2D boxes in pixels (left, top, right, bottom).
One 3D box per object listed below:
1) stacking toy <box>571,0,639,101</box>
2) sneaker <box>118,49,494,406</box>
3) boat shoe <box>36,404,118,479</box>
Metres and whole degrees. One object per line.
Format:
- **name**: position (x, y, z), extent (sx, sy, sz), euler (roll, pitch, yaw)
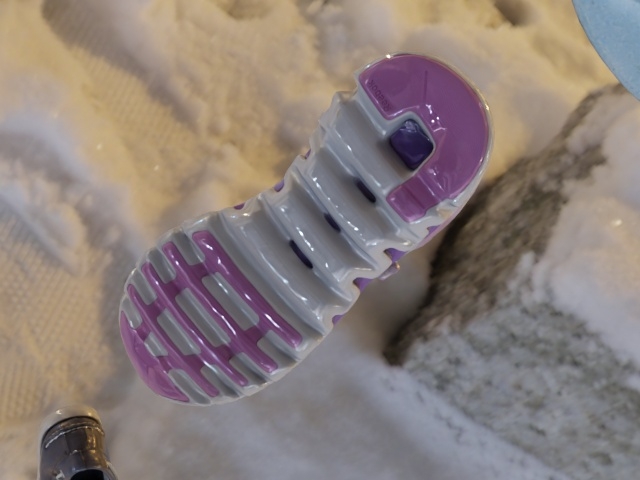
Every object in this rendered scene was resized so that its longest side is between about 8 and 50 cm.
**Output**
- **stacking toy**: position (0.172, -0.157, 0.277), extent (0.280, 0.309, 0.130), euler (63, 37, -19)
- **sneaker**: position (0.000, 0.000, 0.666), extent (0.095, 0.236, 0.104), euler (53, 18, 8)
- **boat shoe**: position (-0.202, 0.228, 1.083), extent (0.075, 0.206, 0.065), euler (-13, 45, -19)
